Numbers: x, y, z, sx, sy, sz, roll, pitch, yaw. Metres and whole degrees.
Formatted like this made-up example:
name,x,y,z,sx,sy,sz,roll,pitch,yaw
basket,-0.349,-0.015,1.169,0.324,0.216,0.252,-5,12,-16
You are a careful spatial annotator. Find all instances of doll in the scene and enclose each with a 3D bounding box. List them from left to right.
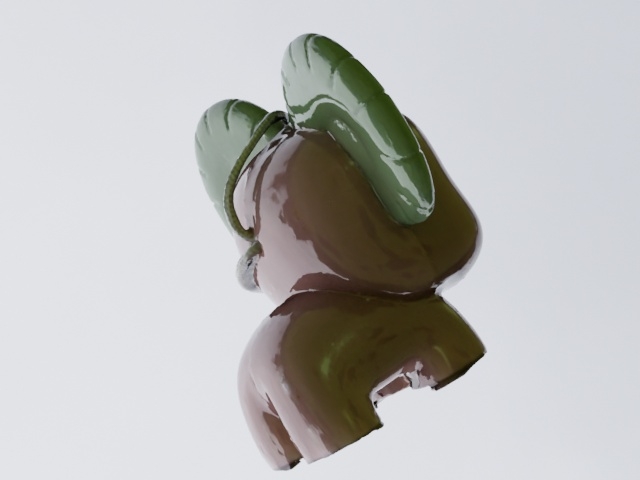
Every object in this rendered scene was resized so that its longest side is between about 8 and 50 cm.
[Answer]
name,x,y,z,sx,sy,sz,roll,pitch,yaw
doll,0.000,0.000,1.073,0.216,0.284,0.268,-30,-90,-31
